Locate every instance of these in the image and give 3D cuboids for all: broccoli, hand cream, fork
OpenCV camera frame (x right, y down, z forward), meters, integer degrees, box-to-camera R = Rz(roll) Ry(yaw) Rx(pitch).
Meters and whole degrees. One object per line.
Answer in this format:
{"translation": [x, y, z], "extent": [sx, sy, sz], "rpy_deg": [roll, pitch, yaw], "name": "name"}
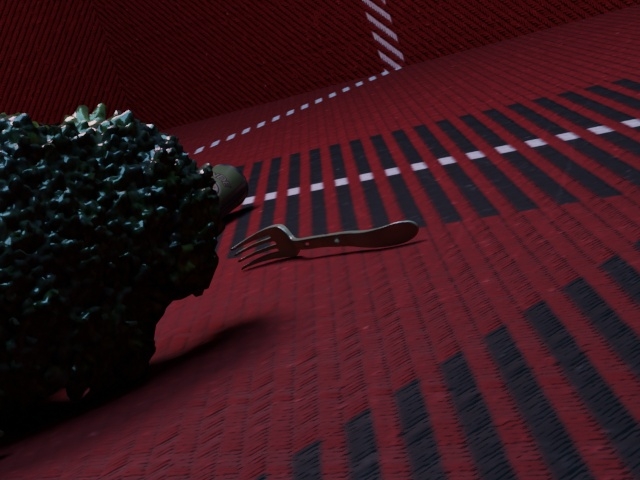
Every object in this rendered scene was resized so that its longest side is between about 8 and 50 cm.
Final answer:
{"translation": [-0.259, 0.005, 1.228], "extent": [0.375, 0.249, 0.302], "rpy_deg": [-27, 14, -16], "name": "broccoli"}
{"translation": [-0.149, -0.027, 1.858], "extent": [0.086, 0.055, 0.235], "rpy_deg": [-16, 16, 32], "name": "hand cream"}
{"translation": [0.004, -0.003, 1.431], "extent": [0.219, 0.034, 0.028], "rpy_deg": [-10, 21, 46], "name": "fork"}

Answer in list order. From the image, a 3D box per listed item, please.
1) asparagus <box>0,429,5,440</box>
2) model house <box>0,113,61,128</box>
{"translation": [-0.315, 0.169, 1.050], "extent": [0.236, 0.027, 0.034], "rpy_deg": [-22, 6, -22], "name": "asparagus"}
{"translation": [-0.471, -0.021, 2.116], "extent": [0.282, 0.297, 0.317], "rpy_deg": [-15, -35, -51], "name": "model house"}
